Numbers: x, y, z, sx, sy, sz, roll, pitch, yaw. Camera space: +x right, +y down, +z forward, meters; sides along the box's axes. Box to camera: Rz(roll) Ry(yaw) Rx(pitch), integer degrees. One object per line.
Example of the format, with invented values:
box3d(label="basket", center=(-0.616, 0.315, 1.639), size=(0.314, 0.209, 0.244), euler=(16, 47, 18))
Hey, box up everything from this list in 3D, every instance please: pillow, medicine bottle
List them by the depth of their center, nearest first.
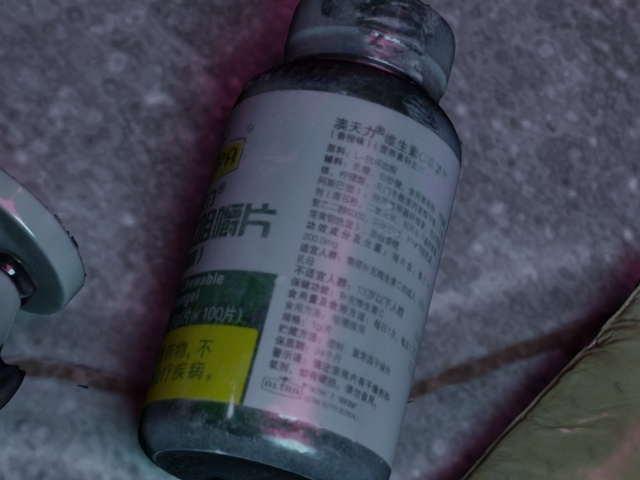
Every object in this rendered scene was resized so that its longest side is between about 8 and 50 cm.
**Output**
box3d(label="medicine bottle", center=(0.000, 0.000, 0.881), size=(0.141, 0.141, 0.293), euler=(22, 68, -17))
box3d(label="pillow", center=(0.185, 0.168, 0.952), size=(0.302, 0.075, 0.185), euler=(-43, 96, -26))

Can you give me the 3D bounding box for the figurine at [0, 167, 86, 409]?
box3d(label="figurine", center=(-0.244, 0.061, 0.763), size=(0.176, 0.133, 0.236), euler=(36, 61, -1))
